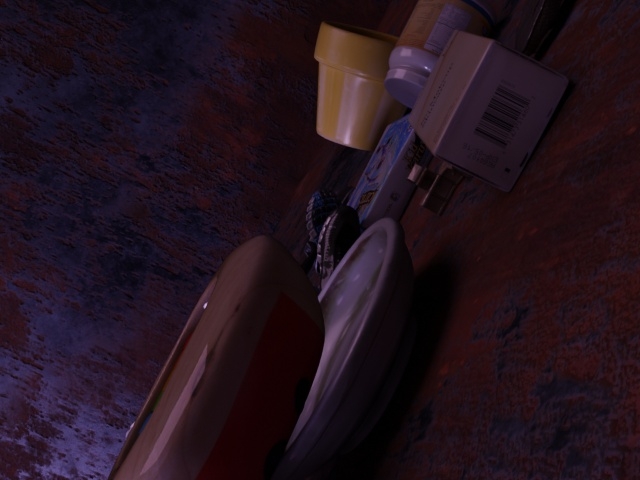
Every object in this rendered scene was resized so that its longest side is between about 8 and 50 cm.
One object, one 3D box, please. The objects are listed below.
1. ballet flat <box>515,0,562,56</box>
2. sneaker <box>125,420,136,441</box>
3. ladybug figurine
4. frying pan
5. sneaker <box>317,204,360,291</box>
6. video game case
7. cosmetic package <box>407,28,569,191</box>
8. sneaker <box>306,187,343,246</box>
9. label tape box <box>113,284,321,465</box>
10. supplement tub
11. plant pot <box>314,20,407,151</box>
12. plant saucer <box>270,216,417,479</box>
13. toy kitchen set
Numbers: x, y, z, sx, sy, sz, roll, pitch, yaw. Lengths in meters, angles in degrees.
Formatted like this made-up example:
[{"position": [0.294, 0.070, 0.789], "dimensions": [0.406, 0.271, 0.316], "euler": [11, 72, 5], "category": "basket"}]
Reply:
[{"position": [0.340, -0.367, 1.463], "dimensions": [0.250, 0.058, 0.084], "euler": [-67, 13, -4], "category": "ballet flat"}, {"position": [-0.235, 0.364, 1.941], "dimensions": [0.110, 0.275, 0.107], "euler": [-88, -15, -56], "category": "sneaker"}, {"position": [-0.122, 0.207, 1.268], "dimensions": [0.449, 0.161, 0.305], "euler": [-64, 9, -22], "category": "ladybug figurine"}, {"position": [-0.002, 0.016, 2.091], "dimensions": [0.326, 0.053, 0.197], "euler": [-55, -15, -35], "category": "frying pan"}, {"position": [0.038, 0.059, 1.745], "dimensions": [0.106, 0.078, 0.234], "euler": [12, 90, 63], "category": "sneaker"}, {"position": [0.124, -0.113, 1.919], "dimensions": [0.244, 0.061, 0.269], "euler": [-63, 8, -6], "category": "video game case"}, {"position": [0.211, -0.182, 1.384], "dimensions": [0.160, 0.113, 0.309], "euler": [-63, 8, 11], "category": "cosmetic package"}, {"position": [0.021, 0.000, 1.887], "dimensions": [0.083, 0.071, 0.191], "euler": [-29, -72, -83], "category": "sneaker"}, {"position": [-0.161, 0.216, 1.664], "dimensions": [0.347, 0.115, 0.249], "euler": [-12, -32, -36], "category": "label tape box"}, {"position": [0.208, -0.336, 1.840], "dimensions": [0.200, 0.144, 0.144], "euler": [-63, 8, -11], "category": "supplement tub"}, {"position": [0.097, -0.331, 2.277], "dimensions": [0.254, 0.253, 0.239], "euler": [-88, 12, -73], "category": "plant pot"}, {"position": [0.033, 0.164, 1.377], "dimensions": [0.401, 0.100, 0.400], "euler": [-60, 8, 14], "category": "plant saucer"}, {"position": [0.168, -0.086, 1.504], "dimensions": [0.083, 0.068, 0.075], "euler": [-61, 8, 3], "category": "toy kitchen set"}]
